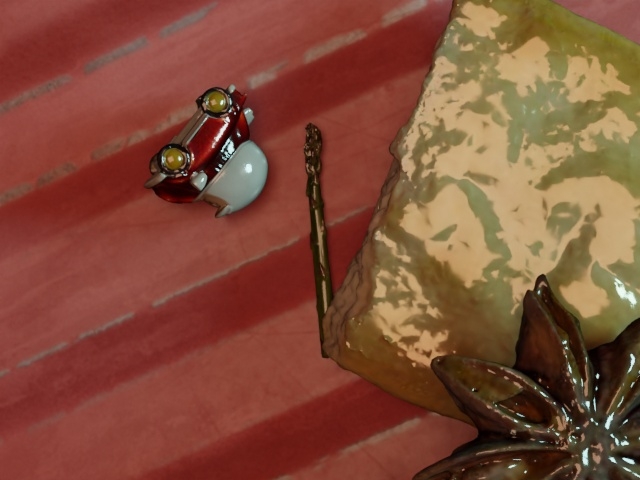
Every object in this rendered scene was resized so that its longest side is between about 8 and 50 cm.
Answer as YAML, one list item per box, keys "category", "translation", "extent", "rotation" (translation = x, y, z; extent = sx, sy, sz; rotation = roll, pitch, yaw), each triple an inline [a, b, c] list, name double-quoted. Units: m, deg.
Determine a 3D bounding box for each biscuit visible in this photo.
- category: "biscuit"
  translation: [0.238, 0.005, 1.605]
  extent: [0.446, 0.104, 0.429]
  rotation: [29, 91, 4]

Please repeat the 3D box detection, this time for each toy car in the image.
- category: "toy car"
  translation: [-0.106, -0.084, 1.669]
  extent: [0.112, 0.112, 0.139]
  rotation: [38, 83, -7]

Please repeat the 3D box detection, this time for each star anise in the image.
- category: "star anise"
  translation: [0.238, 0.198, 1.501]
  extent: [0.315, 0.108, 0.315]
  rotation: [1, 87, -16]

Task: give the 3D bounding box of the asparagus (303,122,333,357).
- category: "asparagus"
  translation: [0.000, 0.000, 1.683]
  extent: [0.025, 0.024, 0.248]
  rotation: [-6, 88, 23]
